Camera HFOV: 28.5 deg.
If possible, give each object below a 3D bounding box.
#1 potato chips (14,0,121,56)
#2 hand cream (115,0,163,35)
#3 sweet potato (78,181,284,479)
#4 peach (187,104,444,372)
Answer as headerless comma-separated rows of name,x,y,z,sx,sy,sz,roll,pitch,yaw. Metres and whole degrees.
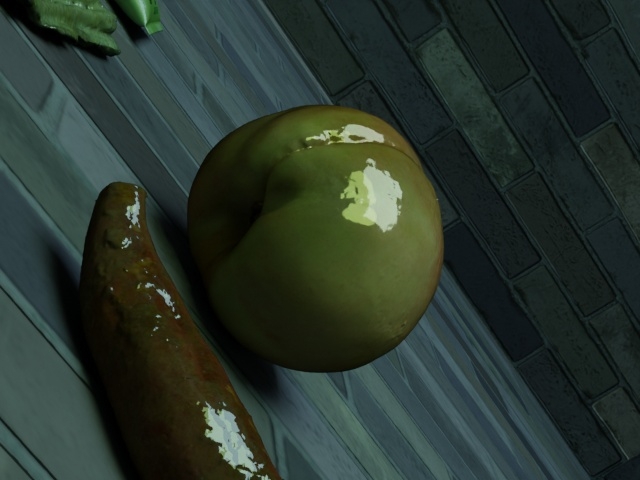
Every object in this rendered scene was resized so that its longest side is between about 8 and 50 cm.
potato chips,-0.190,-0.179,0.892,0.092,0.028,0.207,59,10,4
hand cream,-0.193,-0.266,1.144,0.175,0.046,0.095,58,5,-10
sweet potato,-0.054,0.080,0.572,0.255,0.078,0.058,52,-35,24
peach,0.000,0.000,0.847,0.184,0.184,0.184,55,8,-12
